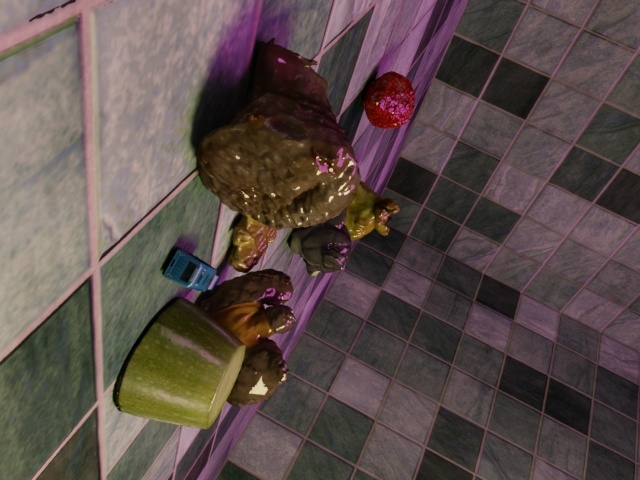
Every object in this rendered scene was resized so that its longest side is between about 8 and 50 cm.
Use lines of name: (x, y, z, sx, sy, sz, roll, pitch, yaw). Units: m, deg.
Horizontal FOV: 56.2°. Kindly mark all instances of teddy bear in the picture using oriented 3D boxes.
teddy bear: (0.002, -0.011, 1.391, 0.251, 0.144, 0.171, 79, 18, -80)
teddy bear: (-0.115, 0.153, 0.915, 0.177, 0.190, 0.140, -36, 152, 30)

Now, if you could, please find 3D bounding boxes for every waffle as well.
waffle: (-0.092, -0.026, 0.950, 0.161, 0.046, 0.192, -65, 174, 19)

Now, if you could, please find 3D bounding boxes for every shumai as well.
shumai: (-0.031, -0.116, 0.645, 0.206, 0.166, 0.176, -23, -137, 61)

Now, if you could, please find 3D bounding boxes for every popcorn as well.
popcorn: (0.103, -0.071, 1.600, 0.168, 0.195, 0.173, -61, 166, -26)

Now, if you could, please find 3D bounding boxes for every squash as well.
squash: (-0.178, 0.170, 0.801, 0.170, 0.122, 0.170, 21, 90, -83)

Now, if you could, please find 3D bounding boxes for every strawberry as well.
strawberry: (0.158, -0.320, 1.369, 0.131, 0.131, 0.148, -64, -179, 7)

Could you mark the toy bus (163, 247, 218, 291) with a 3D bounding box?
toy bus: (-0.156, 0.038, 0.726, 0.038, 0.046, 0.083, -62, 172, -6)
